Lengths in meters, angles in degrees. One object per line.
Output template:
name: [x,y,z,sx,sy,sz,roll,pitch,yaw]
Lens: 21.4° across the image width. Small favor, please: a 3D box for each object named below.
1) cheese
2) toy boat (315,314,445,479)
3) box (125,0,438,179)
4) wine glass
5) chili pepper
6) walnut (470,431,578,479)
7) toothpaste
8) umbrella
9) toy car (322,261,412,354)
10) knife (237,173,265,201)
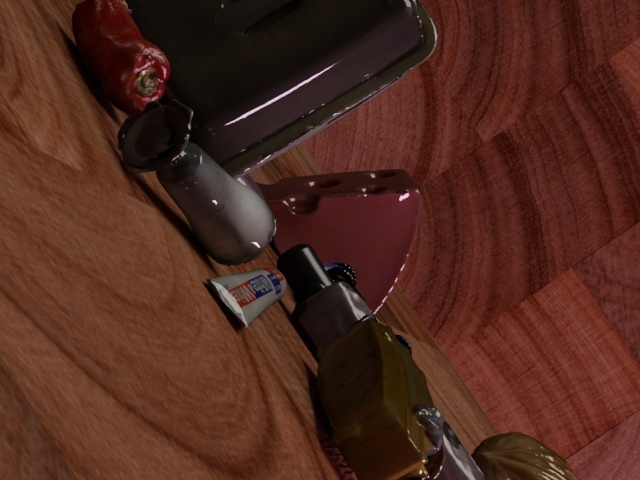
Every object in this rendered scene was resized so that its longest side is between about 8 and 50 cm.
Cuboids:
cheese: [0.018,0.019,1.995,0.128,0.203,0.177,-124,-151,-73]
toy boat: [0.058,0.154,1.489,0.115,0.089,0.310,57,3,-13]
box: [-0.055,-0.197,1.634,0.220,0.290,0.166,56,-10,13]
wine glass: [-0.099,-0.046,1.393,0.155,0.072,0.072,50,7,-48]
chili pepper: [-0.176,-0.163,1.479,0.070,0.073,0.123,2,34,-28]
walnut: [0.209,0.284,1.771,0.184,0.155,0.155,51,6,-27]
toothpaste: [-0.059,0.046,1.441,0.052,0.033,0.218,51,9,3]
umbrella: [0.062,0.149,1.679,0.337,0.073,0.067,55,-15,7]
toy car: [0.044,0.102,1.837,0.171,0.070,0.080,53,4,-2]
knife: [-0.115,-0.119,1.986,0.132,0.038,0.398,49,7,-25]
